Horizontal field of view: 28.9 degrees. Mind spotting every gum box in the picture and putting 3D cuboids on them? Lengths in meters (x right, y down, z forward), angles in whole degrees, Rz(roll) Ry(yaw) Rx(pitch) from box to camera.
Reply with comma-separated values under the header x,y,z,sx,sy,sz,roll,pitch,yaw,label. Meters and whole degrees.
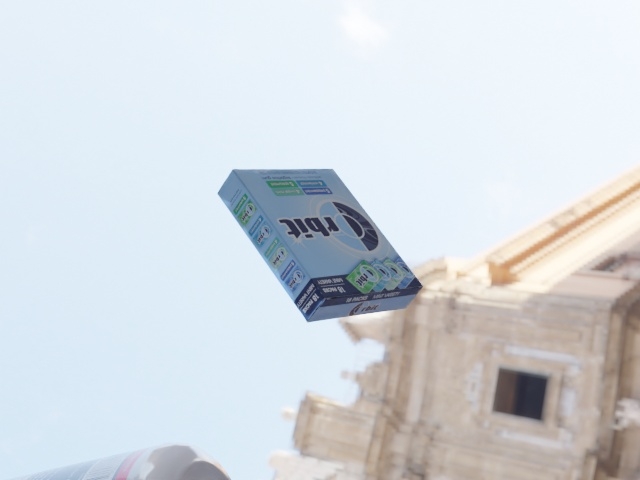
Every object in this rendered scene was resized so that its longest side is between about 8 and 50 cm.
x,y,z,sx,sy,sz,roll,pitch,yaw,label
0.000,0.000,1.321,0.157,0.184,0.041,-4,-42,-47,gum box

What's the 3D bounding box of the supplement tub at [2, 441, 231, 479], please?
x,y,z,sx,sy,sz,roll,pitch,yaw,label
-0.208,0.286,1.045,0.191,0.272,0.191,-16,-90,-70,supplement tub
